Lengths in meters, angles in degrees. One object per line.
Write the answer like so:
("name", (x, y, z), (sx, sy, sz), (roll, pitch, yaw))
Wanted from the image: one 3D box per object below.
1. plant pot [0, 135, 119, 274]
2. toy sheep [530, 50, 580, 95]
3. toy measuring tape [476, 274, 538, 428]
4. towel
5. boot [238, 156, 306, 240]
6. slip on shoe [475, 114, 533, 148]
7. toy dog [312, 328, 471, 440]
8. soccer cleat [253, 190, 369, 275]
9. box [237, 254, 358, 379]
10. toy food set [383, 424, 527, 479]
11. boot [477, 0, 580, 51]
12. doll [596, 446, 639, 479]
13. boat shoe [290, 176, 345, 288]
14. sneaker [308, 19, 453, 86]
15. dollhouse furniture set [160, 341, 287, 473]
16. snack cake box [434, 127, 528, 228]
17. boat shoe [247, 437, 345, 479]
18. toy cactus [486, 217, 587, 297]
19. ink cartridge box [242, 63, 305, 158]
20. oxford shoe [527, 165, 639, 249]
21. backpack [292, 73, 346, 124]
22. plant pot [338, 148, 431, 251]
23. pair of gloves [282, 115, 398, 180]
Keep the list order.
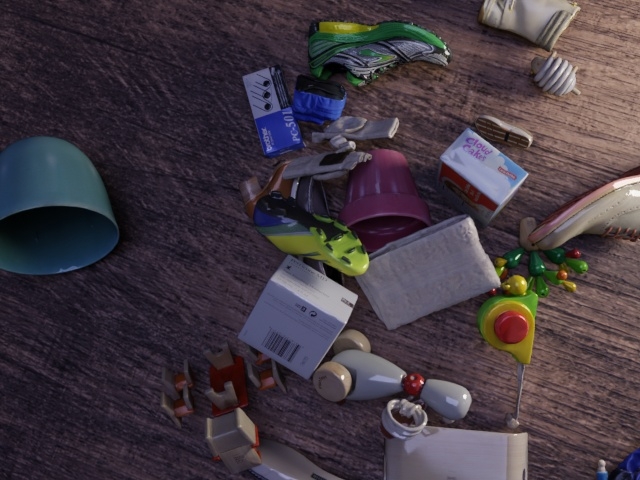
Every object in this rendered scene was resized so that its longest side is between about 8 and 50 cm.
("plant pot", (-0.628, -0.093, 1.582), (0.293, 0.293, 0.235), (-21, 63, 4))
("toy sheep", (0.535, -0.373, 1.569), (0.132, 0.091, 0.091), (34, 87, 6))
("toy measuring tape", (0.383, 0.234, 1.468), (0.122, 0.121, 0.329), (6, 99, 8))
("towel", (0.226, 0.073, 1.494), (0.282, 0.049, 0.187), (-23, 112, 17))
("boot", (-0.079, -0.100, 1.619), (0.197, 0.073, 0.152), (-26, 87, 1))
("slip on shoe", (0.423, -0.254, 1.587), (0.135, 0.051, 0.041), (24, 45, 18))
("toy dog", (0.136, 0.330, 1.468), (0.220, 0.160, 0.334), (-26, 41, -34))
("soccer cleat", (-0.021, 0.001, 1.466), (0.289, 0.121, 0.093), (31, 45, 21))
("box", (-0.048, 0.162, 1.463), (0.181, 0.119, 0.181), (30, 119, 1))
("toy food set", (0.282, 0.507, 1.474), (0.306, 0.092, 0.219), (1, 82, 16))
("boot", (0.510, -0.584, 1.596), (0.204, 0.095, 0.261), (29, 88, 11))
("doll", (0.633, 0.502, 1.440), (0.129, 0.046, 0.189), (40, 94, 2))
("boat shoe", (0.000, 0.000, 1.551), (0.097, 0.117, 0.324), (-6, 84, 31))
("sneaker", (0.137, -0.426, 1.617), (0.344, 0.134, 0.146), (5, 89, 17))
("dollhouse furniture set", (-0.197, 0.354, 1.501), (0.262, 0.135, 0.259), (-19, 38, 3))
("snack cake box", (0.330, -0.124, 1.463), (0.152, 0.264, 0.089), (42, 88, 11))
("boat shoe", (-0.049, 0.564, 1.485), (0.341, 0.127, 0.158), (23, 101, 21))
("toy cactus", (0.465, 0.036, 1.515), (0.219, 0.112, 0.180), (-10, 70, 16))
("ink cartridge box", (-0.112, -0.310, 1.659), (0.097, 0.046, 0.207), (-17, 80, 6))
("oxford shoe", (0.632, -0.056, 1.460), (0.397, 0.140, 0.146), (-25, 85, -7))
("backpack", (-0.003, -0.325, 1.610), (0.120, 0.101, 0.098), (8, 43, -4))
("plant pot", (0.135, -0.093, 1.532), (0.202, 0.201, 0.180), (-7, 65, 6))
("pair of gloves", (0.044, -0.214, 1.537), (0.204, 0.042, 0.240), (4, 40, 35))
